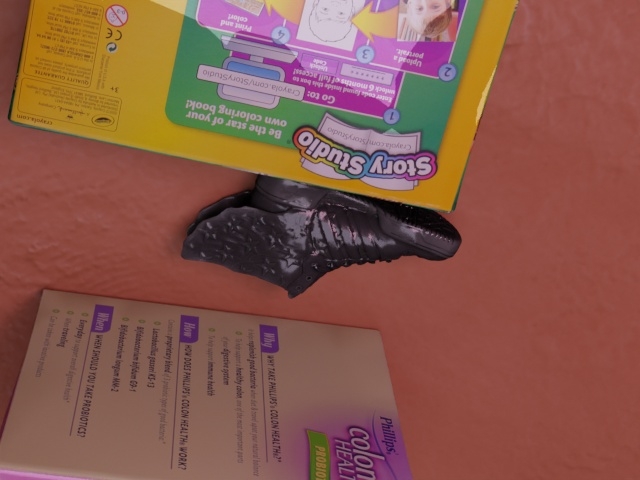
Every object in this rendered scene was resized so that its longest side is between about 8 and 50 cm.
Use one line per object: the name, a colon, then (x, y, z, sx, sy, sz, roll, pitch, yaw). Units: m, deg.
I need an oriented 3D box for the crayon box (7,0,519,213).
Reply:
crayon box: (-0.032, -0.129, 0.757, 0.278, 0.081, 0.165, 11, 114, -9)

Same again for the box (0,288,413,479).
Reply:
box: (-0.077, 0.143, 0.809, 0.243, 0.213, 0.117, 7, 114, -8)

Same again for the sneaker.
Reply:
sneaker: (0.000, 0.001, 0.840, 0.170, 0.051, 0.089, 21, 112, -8)
